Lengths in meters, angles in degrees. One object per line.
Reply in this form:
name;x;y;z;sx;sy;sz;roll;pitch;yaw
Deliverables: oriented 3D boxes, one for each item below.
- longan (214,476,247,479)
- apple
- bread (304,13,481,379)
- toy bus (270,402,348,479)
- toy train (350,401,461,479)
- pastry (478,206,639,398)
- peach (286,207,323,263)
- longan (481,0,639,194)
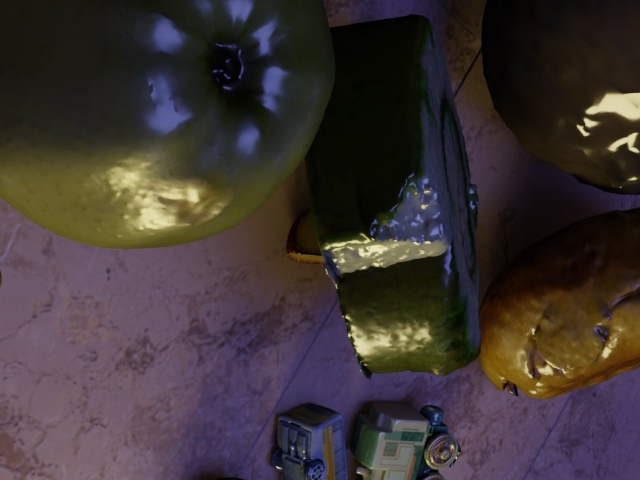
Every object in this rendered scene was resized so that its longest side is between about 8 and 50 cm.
longan;-0.105;0.307;1.852;0.113;0.092;0.113;-6;115;-13
apple;-0.155;-0.158;1.505;0.357;0.357;0.357;-14;113;-34
bread;0.083;-0.040;1.715;0.382;0.129;0.366;-33;115;-77
toy bus;-0.008;0.280;1.940;0.075;0.064;0.190;-29;122;-42
toy train;0.087;0.283;2.006;0.125;0.081;0.194;7;104;-29
pastry;0.345;0.071;1.985;0.356;0.356;0.164;-8;69;-36
peach;0.000;0.000;1.852;0.083;0.050;0.077;-45;105;-28
longan;0.372;-0.226;1.848;0.391;0.391;0.391;-14;113;-34
